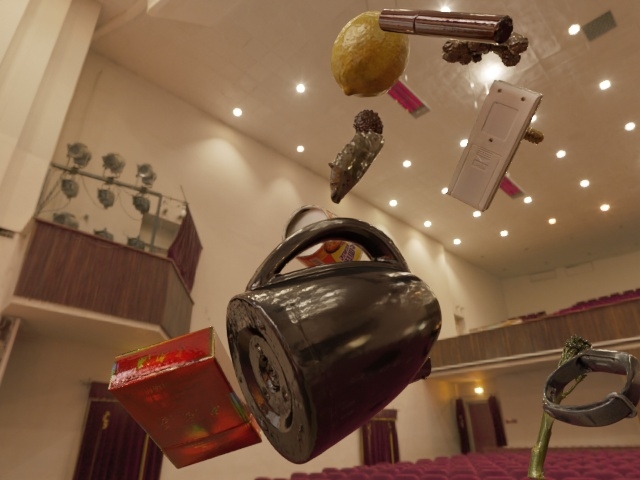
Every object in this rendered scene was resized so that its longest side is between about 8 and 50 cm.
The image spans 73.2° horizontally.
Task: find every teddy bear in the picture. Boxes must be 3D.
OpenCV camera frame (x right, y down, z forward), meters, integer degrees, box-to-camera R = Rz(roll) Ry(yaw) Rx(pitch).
[{"bbox_3d":[0.512,-0.617,1.356,0.251,0.130,0.182,5,-6,17],"label":"teddy bear"}]

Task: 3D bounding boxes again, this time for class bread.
[{"bbox_3d":[0.766,-0.381,1.565,0.087,0.033,0.049,30,-55,13],"label":"bread"}]

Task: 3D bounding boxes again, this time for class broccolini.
[{"bbox_3d":[0.628,0.431,1.114,0.078,0.393,0.073,37,-21,-28],"label":"broccolini"}]

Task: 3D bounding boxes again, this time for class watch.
[{"bbox_3d":[0.606,0.329,0.959,0.068,0.193,0.206,46,-14,-4],"label":"watch"}]

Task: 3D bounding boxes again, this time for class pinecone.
[{"bbox_3d":[0.173,-0.399,1.499,0.109,0.103,0.102,19,-32,-34],"label":"pinecone"}]

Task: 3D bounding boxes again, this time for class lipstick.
[{"bbox_3d":[0.264,-0.483,0.965,0.057,0.356,0.057,-18,-55,-28],"label":"lipstick"}]

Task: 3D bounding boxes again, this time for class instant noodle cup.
[{"bbox_3d":[0.000,0.000,1.280,0.213,0.214,0.174,-15,-27,27],"label":"instant noodle cup"}]

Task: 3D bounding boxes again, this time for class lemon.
[{"bbox_3d":[0.160,-0.593,1.388,0.266,0.268,0.267,0,-26,0],"label":"lemon"}]

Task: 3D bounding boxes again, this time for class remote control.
[{"bbox_3d":[0.388,-0.209,0.980,0.055,0.102,0.278,-25,-41,-46],"label":"remote control"}]

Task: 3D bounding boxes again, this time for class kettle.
[{"bbox_3d":[0.033,0.100,0.589,0.290,0.269,0.207,-18,-9,-31],"label":"kettle"}]

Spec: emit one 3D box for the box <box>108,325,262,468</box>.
[{"bbox_3d":[-0.259,0.334,0.886,0.197,0.089,0.314,-17,-52,-4],"label":"box"}]

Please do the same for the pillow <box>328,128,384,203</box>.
[{"bbox_3d":[0.079,-0.195,1.033,0.051,0.241,0.093,2,-42,51],"label":"pillow"}]
